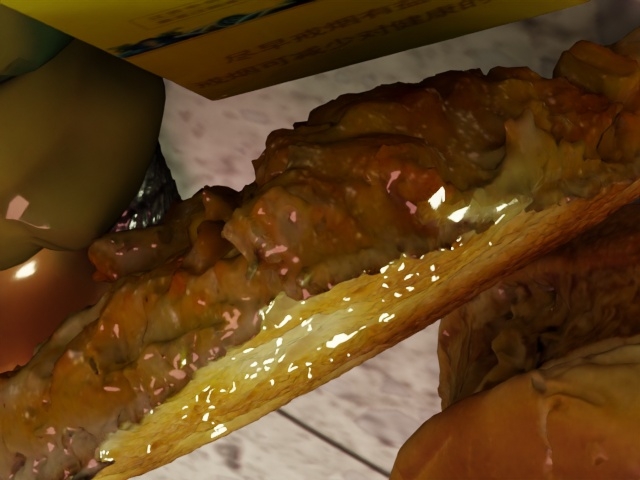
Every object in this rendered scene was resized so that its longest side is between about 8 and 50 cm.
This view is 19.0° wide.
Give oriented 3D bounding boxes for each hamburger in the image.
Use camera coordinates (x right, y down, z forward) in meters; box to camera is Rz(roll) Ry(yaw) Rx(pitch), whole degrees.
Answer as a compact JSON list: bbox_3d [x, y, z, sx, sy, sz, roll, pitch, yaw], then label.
[{"bbox_3d":[0.187,0.129,0.856,0.314,0.170,0.290,35,149,-18],"label":"hamburger"}]

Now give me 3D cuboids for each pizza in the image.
[{"bbox_3d":[0.000,0.000,0.707,0.086,0.335,0.226,62,179,12],"label":"pizza"}]

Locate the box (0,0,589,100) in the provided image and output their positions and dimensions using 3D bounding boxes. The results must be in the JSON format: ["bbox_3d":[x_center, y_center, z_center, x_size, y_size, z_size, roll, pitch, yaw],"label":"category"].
[{"bbox_3d":[-0.008,-0.095,0.580,0.153,0.041,0.279,-13,172,13],"label":"box"}]

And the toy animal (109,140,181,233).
[{"bbox_3d":[-0.094,-0.013,0.915,0.105,0.070,0.202,-23,122,22],"label":"toy animal"}]

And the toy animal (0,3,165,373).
[{"bbox_3d":[-0.162,-0.095,0.734,0.216,0.191,0.338,11,144,3],"label":"toy animal"}]
